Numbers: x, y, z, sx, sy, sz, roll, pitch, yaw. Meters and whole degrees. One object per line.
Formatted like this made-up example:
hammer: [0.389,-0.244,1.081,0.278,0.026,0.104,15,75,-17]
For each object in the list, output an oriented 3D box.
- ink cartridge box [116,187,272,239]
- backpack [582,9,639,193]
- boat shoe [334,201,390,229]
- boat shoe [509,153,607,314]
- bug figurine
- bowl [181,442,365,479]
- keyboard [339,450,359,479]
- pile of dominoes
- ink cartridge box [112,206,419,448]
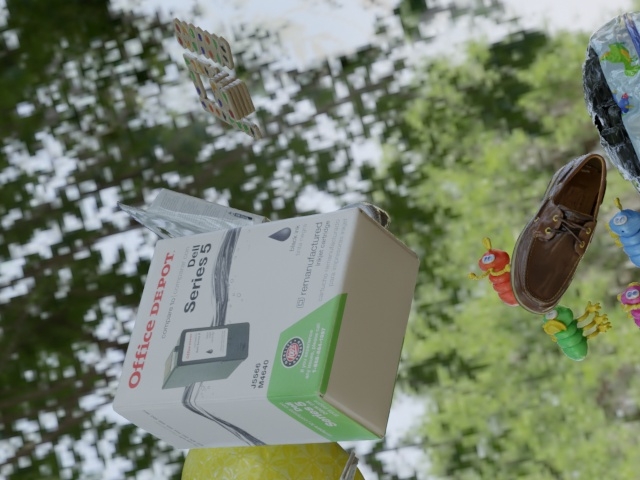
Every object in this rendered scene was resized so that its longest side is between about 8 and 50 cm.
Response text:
ink cartridge box: [-0.136,-0.007,2.023,0.045,0.224,0.223,-69,-25,-11]
backpack: [0.444,-0.177,1.852,0.355,0.273,0.290,-7,-99,-62]
boat shoe: [0.000,0.000,2.135,0.076,0.228,0.080,3,-115,-59]
boat shoe: [0.235,-0.012,1.435,0.178,0.064,0.060,-64,1,-26]
bug figurine: [0.338,0.058,1.874,0.216,0.279,0.072,53,-141,-23]
bowl: [-0.087,0.380,1.996,0.156,0.289,0.289,-45,-57,-47]
keyboard: [0.004,0.377,1.764,0.072,0.014,0.256,-43,-31,-65]
pile of dominoes: [-0.191,-0.271,2.499,0.251,0.040,0.196,32,148,56]
ink cartridge box: [-0.057,0.093,1.459,0.115,0.273,0.198,38,-125,-42]
